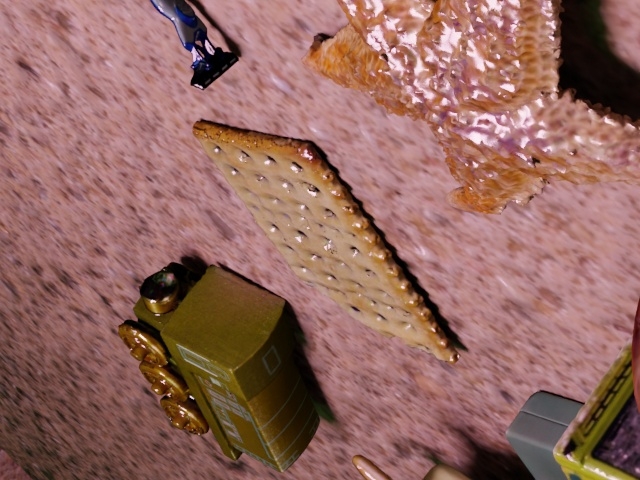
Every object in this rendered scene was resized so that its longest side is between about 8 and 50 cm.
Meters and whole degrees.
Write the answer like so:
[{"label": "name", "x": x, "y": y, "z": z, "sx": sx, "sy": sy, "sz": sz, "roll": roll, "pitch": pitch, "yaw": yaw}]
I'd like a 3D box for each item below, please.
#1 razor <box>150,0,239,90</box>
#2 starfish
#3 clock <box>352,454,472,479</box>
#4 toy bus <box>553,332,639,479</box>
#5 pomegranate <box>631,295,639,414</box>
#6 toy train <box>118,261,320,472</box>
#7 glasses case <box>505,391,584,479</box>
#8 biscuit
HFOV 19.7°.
[{"label": "razor", "x": -0.111, "y": -0.153, "z": 1.081, "sx": 0.154, "sy": 0.044, "sz": 0.028, "roll": 41, "pitch": 131, "yaw": 3}, {"label": "starfish", "x": 0.058, "y": -0.084, "z": 0.873, "sx": 0.299, "sy": 0.060, "sz": 0.302, "roll": 37, "pitch": 162, "yaw": -1}, {"label": "clock", "x": 0.157, "y": 0.284, "z": 1.340, "sx": 0.348, "sy": 0.117, "sz": 0.286, "roll": 36, "pitch": 175, "yaw": 14}, {"label": "toy bus", "x": 0.246, "y": 0.179, "z": 1.047, "sx": 0.139, "sy": 0.113, "sz": 0.301, "roll": 22, "pitch": 157, "yaw": 41}, {"label": "pomegranate", "x": 0.226, "y": 0.044, "z": 0.530, "sx": 0.281, "sy": 0.281, "sz": 0.281, "roll": 34, "pitch": 160, "yaw": 14}, {"label": "toy train", "x": -0.075, "y": 0.106, "z": 1.496, "sx": 0.137, "sy": 0.090, "sz": 0.225, "roll": 25, "pitch": 156, "yaw": 28}, {"label": "glasses case", "x": 0.196, "y": 0.177, "z": 1.226, "sx": 0.078, "sy": 0.039, "sz": 0.184, "roll": 15, "pitch": 149, "yaw": 50}, {"label": "biscuit", "x": 0.001, "y": -0.001, "z": 1.227, "sx": 0.144, "sy": 0.016, "sz": 0.203, "roll": 16, "pitch": 149, "yaw": 48}]
